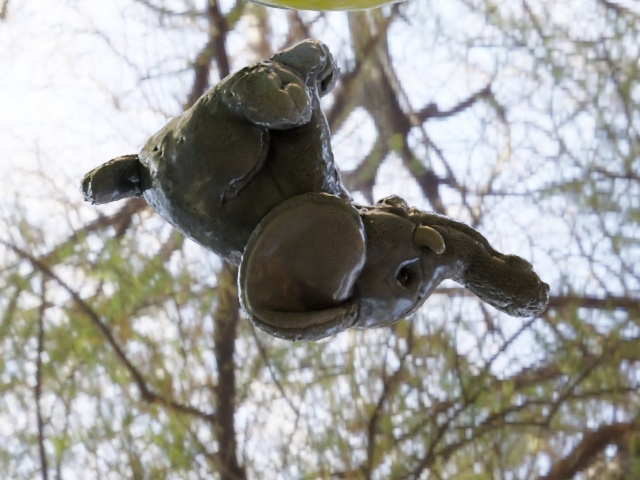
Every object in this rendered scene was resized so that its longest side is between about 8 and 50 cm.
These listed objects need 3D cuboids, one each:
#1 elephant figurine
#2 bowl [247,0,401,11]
[{"bbox_3d":[0.000,0.000,0.916,0.169,0.186,0.239,-30,-91,-51],"label":"elephant figurine"},{"bbox_3d":[-0.011,-0.233,0.817,0.289,0.156,0.289,7,-124,-10],"label":"bowl"}]
